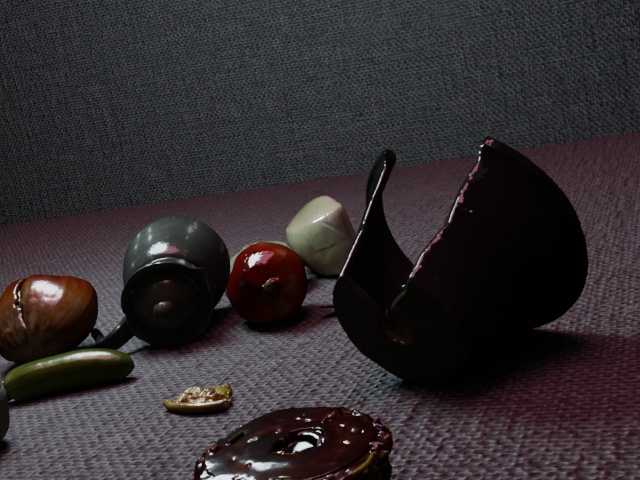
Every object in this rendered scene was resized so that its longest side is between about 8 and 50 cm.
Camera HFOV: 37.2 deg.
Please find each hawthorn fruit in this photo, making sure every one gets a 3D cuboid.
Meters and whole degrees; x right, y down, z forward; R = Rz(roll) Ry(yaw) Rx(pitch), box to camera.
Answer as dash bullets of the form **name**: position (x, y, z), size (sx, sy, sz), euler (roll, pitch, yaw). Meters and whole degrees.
- **hawthorn fruit**: position (-0.101, 0.089, 1.847), size (0.168, 0.169, 0.188), euler (-13, 14, -5)

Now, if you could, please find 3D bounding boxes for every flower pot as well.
- **flower pot**: position (0.178, 0.061, 1.407), size (0.379, 0.379, 0.251), euler (-1, 36, 42)

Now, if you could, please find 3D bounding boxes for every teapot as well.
- **teapot**: position (-0.334, 0.098, 1.899), size (0.305, 0.224, 0.285), euler (-9, 18, -1)

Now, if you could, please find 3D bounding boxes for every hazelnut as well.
- **hazelnut**: position (-0.555, 0.153, 1.903), size (0.212, 0.181, 0.181), euler (-19, -8, 17)

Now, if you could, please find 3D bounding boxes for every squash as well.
- **squash**: position (-0.458, 0.236, 1.697), size (0.257, 0.069, 0.069), euler (-11, 11, 0)

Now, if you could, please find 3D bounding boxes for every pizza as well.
- **pizza**: position (-0.180, 0.242, 1.497), size (0.122, 0.026, 0.108), euler (-5, 11, 31)

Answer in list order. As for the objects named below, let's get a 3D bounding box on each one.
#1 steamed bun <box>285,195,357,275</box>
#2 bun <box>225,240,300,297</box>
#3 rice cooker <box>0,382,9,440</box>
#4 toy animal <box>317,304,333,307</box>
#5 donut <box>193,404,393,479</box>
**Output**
- **steamed bun**: position (0.000, 0.000, 2.161), size (0.152, 0.170, 0.238), euler (-32, 11, -4)
- **bun**: position (-0.126, 0.064, 2.078), size (0.195, 0.118, 0.195), euler (-9, 14, 2)
- **rice cooker**: position (-0.586, 0.279, 1.482), size (0.206, 0.127, 0.145), euler (-13, 10, 12)
- **toy animal**: position (0.097, 0.101, 1.852), size (0.220, 0.062, 0.108), euler (-13, 30, -10)
- **donut**: position (-0.023, 0.265, 1.071), size (0.235, 0.089, 0.235), euler (-12, 11, 2)
